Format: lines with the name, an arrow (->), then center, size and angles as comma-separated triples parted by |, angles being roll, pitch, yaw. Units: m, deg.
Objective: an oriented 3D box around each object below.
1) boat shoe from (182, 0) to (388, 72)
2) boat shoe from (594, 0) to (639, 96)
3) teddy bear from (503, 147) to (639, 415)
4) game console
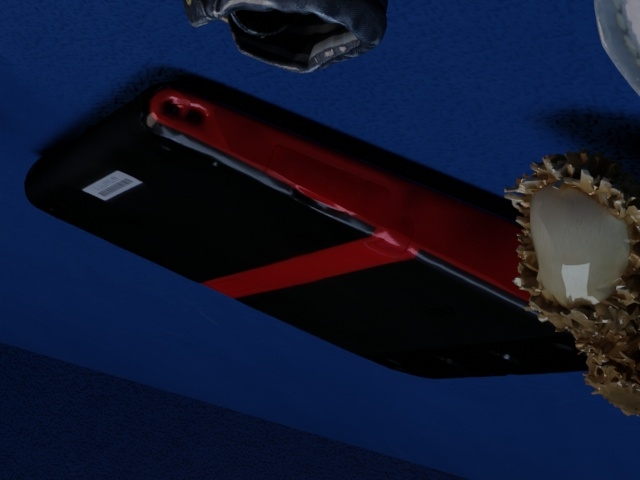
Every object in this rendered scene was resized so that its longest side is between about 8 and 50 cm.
boat shoe -> -0.035, -0.105, 0.666 | 0.065, 0.083, 0.183 | 26, 166, -35
boat shoe -> 0.150, -0.071, 0.371 | 0.320, 0.103, 0.118 | -1, 114, 60
teddy bear -> 0.211, 0.048, 0.961 | 0.245, 0.113, 0.338 | 10, 159, 45
game console -> 0.000, 0.000, 1.228 | 0.342, 0.060, 0.386 | 26, 167, -15
